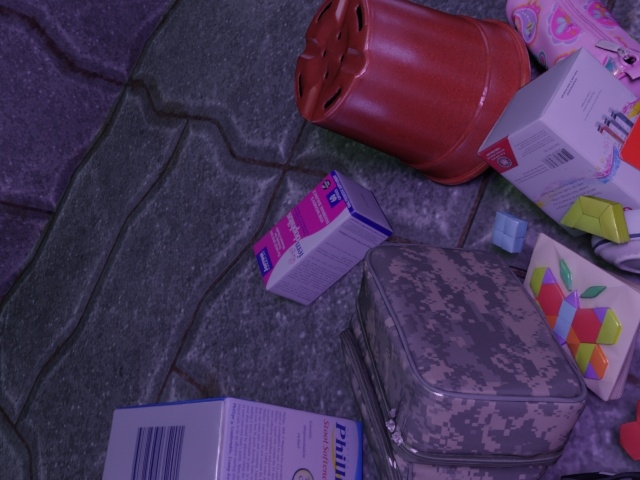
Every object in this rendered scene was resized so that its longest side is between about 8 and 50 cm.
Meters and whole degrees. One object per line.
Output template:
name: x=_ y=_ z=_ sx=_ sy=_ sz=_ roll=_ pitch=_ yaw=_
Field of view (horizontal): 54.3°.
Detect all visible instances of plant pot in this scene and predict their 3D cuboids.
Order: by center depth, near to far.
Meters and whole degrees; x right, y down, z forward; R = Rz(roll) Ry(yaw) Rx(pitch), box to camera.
plant pot: x=0.120 y=-0.243 z=0.950 sx=0.272 sy=0.265 sz=0.272 roll=-26 pitch=59 yaw=55

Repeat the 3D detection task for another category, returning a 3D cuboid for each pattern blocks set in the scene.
pattern blocks set: x=0.299 y=0.089 z=0.735 sx=0.325 sy=0.026 sz=0.285 roll=-157 pitch=67 yaw=-65

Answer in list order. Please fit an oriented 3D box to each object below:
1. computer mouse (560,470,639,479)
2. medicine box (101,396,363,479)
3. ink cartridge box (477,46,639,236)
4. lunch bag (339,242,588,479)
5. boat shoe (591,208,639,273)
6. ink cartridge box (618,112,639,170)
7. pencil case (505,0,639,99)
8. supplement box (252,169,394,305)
computer mouse: x=0.302 y=0.266 z=0.686 sx=0.262 sy=0.060 sz=0.183 roll=134 pitch=139 yaw=-55
medicine box: x=-0.124 y=0.332 z=0.925 sx=0.264 sy=0.289 sz=0.149 roll=-16 pitch=61 yaw=38
ink cartridge box: x=0.318 y=-0.114 z=0.769 sx=0.127 sy=0.176 sz=0.128 roll=-55 pitch=10 yaw=-22
lunch bag: x=0.146 y=0.183 z=0.767 sx=0.305 sy=0.213 sz=0.255 roll=-109 pitch=24 yaw=-56
boat shoe: x=0.461 y=0.058 z=0.632 sx=0.367 sy=0.136 sz=0.156 roll=7 pitch=78 yaw=36
ink cartridge box: x=0.446 y=-0.115 z=0.695 sx=0.145 sy=0.179 sz=0.045 roll=-63 pitch=11 yaw=0
pencil case: x=0.372 y=-0.275 z=0.880 sx=0.124 sy=0.124 sz=0.284 roll=-39 pitch=46 yaw=24
supplement box: x=0.000 y=0.000 z=1.109 sx=0.220 sy=0.114 sz=0.111 roll=-43 pitch=47 yaw=22
